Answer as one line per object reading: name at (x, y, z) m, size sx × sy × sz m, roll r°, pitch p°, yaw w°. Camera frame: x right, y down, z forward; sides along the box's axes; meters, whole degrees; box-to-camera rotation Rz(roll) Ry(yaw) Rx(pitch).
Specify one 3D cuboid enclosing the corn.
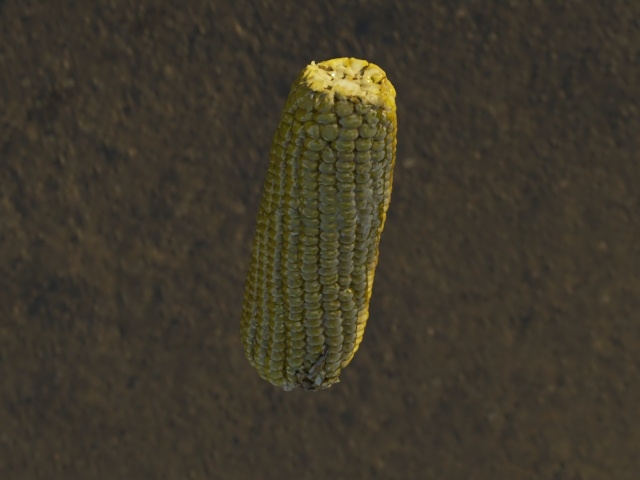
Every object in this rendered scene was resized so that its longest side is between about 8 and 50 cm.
corn at (0.000, 0.000, 0.400) m, size 0.028 × 0.027 × 0.083 m, roll -42°, pitch 152°, yaw -46°
